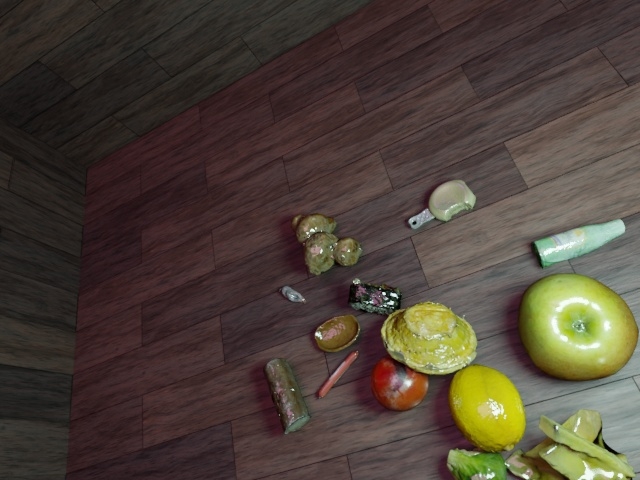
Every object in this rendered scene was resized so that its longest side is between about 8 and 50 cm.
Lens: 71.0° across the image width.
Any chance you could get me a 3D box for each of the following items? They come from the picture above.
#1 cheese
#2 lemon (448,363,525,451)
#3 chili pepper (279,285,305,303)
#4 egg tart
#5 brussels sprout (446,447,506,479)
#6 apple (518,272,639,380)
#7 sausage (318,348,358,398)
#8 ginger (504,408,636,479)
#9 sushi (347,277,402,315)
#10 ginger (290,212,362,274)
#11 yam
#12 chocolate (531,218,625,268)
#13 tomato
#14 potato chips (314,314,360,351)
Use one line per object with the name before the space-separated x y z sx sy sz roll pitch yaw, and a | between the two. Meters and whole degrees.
cheese | 0.498 -0.136 1.873 0.286 0.082 0.163 -36 55 12
lemon | 0.533 0.537 1.449 0.236 0.236 0.263 -41 18 6
chili pepper | -0.130 0.248 2.046 0.153 0.041 0.050 28 125 34
egg tart | 0.386 0.324 1.604 0.341 0.132 0.341 -2 36 2
brussels sprout | 0.499 0.738 1.434 0.183 0.131 0.145 -14 56 18
apple | 0.792 0.262 1.396 0.338 0.305 0.339 -11 62 21
sausage | 0.072 0.537 1.811 0.253 0.034 0.034 -49 55 0
ginger | 0.720 0.716 1.287 0.358 0.211 0.413 -18 61 22
sushi | 0.220 0.235 1.820 0.212 0.147 0.115 8 64 12
ginger | 0.000 0.000 2.023 0.256 0.176 0.375 -33 53 -11
yam | -0.137 0.627 1.827 0.131 0.131 0.280 -34 56 10
chocolate | 0.909 0.002 1.583 0.291 0.110 0.110 -22 59 15
tomato | 0.282 0.508 1.622 0.208 0.184 0.208 -11 64 24
potato chips | 0.076 0.389 1.868 0.201 0.049 0.150 -33 53 13
